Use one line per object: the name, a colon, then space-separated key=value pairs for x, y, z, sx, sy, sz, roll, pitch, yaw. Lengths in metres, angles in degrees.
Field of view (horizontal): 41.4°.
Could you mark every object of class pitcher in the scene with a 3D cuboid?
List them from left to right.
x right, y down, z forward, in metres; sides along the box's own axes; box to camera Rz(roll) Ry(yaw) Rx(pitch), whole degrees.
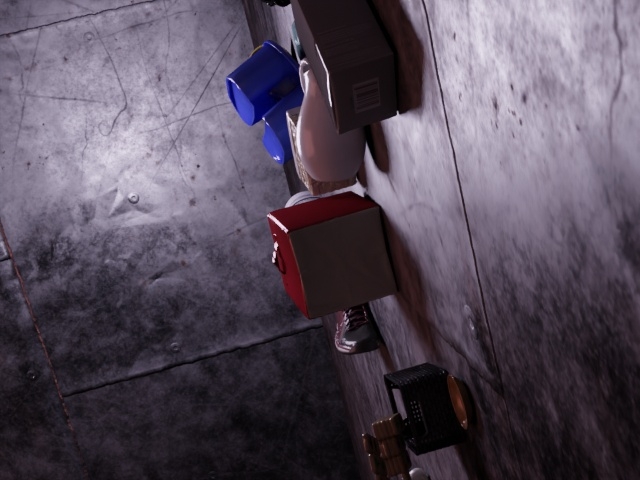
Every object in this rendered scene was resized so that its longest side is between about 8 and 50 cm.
pitcher: x=0.008 y=-0.223 z=1.526 sx=0.178 sy=0.125 sz=0.207 roll=-136 pitch=38 yaw=-64

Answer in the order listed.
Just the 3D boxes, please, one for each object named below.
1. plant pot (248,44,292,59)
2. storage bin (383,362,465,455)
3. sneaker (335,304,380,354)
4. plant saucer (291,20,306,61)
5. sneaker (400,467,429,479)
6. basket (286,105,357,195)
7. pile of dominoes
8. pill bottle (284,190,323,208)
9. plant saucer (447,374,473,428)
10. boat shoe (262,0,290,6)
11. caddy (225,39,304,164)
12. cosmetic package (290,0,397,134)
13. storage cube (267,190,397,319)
plant pot: x=-0.119 y=-0.465 z=2.301 sx=0.095 sy=0.134 sz=0.134 roll=-30 pitch=-73 yaw=-67
storage bin: x=0.172 y=0.280 z=1.428 sx=0.180 sy=0.084 sz=0.122 roll=142 pitch=113 yaw=-83
sneaker: x=0.072 y=0.173 z=2.095 sx=0.281 sy=0.106 sz=0.163 roll=-125 pitch=24 yaw=-77
plant saucer: x=-0.047 y=-0.468 z=1.997 sx=0.119 sy=0.021 sz=0.120 roll=165 pitch=90 yaw=-84
sneaker: x=0.208 y=0.542 z=1.904 sx=0.085 sy=0.058 sz=0.152 roll=55 pitch=168 yaw=50
basket: x=0.005 y=-0.187 z=1.733 sx=0.103 sy=0.113 sz=0.167 roll=-115 pitch=11 yaw=-51
pile of dominoes: x=0.140 y=0.403 z=1.339 sx=0.196 sy=0.040 sz=0.251 roll=11 pitch=-120 yaw=-74
pill bottle: x=-0.014 y=-0.024 z=2.167 sx=0.265 sy=0.153 sz=0.153 roll=-114 pitch=10 yaw=-64
plant saucer: x=0.211 y=0.240 z=1.269 sx=0.083 sy=0.015 sz=0.084 roll=165 pitch=90 yaw=-85
boat shoe: x=-0.097 y=-0.550 z=1.793 sx=0.113 sy=0.127 sz=0.340 roll=53 pitch=176 yaw=-9
caddy: x=-0.083 y=-0.325 z=1.975 sx=0.241 sy=0.179 sz=0.341 roll=51 pitch=173 yaw=2
cosmetic package: x=0.030 y=-0.289 z=1.244 sx=0.127 sy=0.107 sz=0.238 roll=77 pitch=172 yaw=-51
storage cube: x=0.019 y=0.024 z=1.664 sx=0.193 sy=0.214 sz=0.184 roll=-142 pitch=38 yaw=-71
